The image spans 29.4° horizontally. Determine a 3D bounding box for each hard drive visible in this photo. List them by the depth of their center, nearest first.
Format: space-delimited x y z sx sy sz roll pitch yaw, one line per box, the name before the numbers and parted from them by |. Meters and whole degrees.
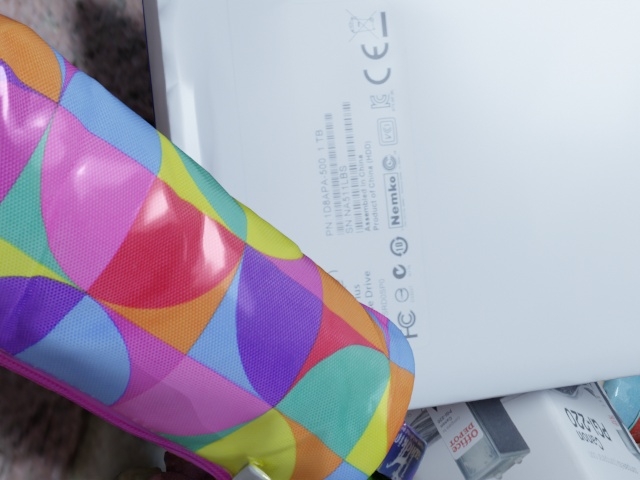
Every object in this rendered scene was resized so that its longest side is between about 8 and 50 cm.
hard drive | 0.086 -0.035 0.572 0.040 0.319 0.210 -177 -99 -73

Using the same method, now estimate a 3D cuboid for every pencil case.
pencil case | -0.064 0.018 0.420 0.236 0.104 0.104 40 42 -33

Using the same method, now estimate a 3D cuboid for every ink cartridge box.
ink cartridge box | 0.101 0.096 0.679 0.158 0.092 0.217 28 32 -57

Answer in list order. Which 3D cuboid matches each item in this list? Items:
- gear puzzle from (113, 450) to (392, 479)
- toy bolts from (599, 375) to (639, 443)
gear puzzle | 0.047 0.172 0.595 0.175 0.044 0.339 59 19 23
toy bolts | 0.250 0.163 0.925 0.158 0.218 0.228 36 28 -45
